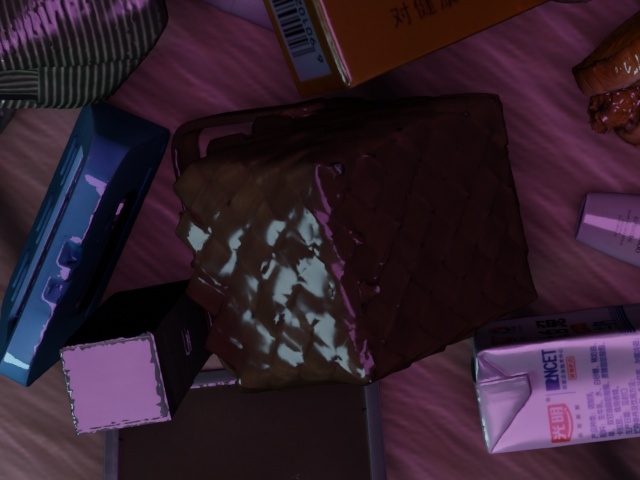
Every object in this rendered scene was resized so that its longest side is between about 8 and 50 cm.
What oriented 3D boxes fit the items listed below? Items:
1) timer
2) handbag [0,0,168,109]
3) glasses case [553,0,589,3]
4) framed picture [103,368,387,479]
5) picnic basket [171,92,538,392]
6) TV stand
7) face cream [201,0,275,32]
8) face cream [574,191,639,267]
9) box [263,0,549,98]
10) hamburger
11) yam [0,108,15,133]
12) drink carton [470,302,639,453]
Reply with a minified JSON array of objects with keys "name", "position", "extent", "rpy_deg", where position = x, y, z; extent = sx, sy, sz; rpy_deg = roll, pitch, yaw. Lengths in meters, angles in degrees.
[{"name":"timer","position":[-0.229,-0.004,1.657],"extent":[0.091,0.250,0.232],"rpy_deg":[25,99,-2]},{"name":"handbag","position":[-0.303,-0.267,1.603],"extent":[0.240,0.247,0.341],"rpy_deg":[-21,91,-18]},{"name":"glasses case","position":[0.304,-0.382,1.592],"extent":[0.156,0.098,0.425],"rpy_deg":[46,79,-12]},{"name":"framed picture","position":[-0.072,0.211,1.733],"extent":[0.274,0.217,0.017],"rpy_deg":[-5,143,5]},{"name":"picnic basket","position":[0.000,0.000,1.653],"extent":[0.321,0.291,0.254],"rpy_deg":[-5,102,46]},{"name":"TV stand","position":[-0.161,0.099,1.658],"extent":[0.088,0.269,0.083],"rpy_deg":[-9,99,4]},{"name":"face cream","position":[-0.075,-0.246,1.697],"extent":[0.250,0.077,0.077],"rpy_deg":[22,99,-2]},{"name":"face cream","position":[0.331,-0.002,1.726],"extent":[0.182,0.051,0.072],"rpy_deg":[15,96,0]},{"name":"box","position":[0.037,-0.364,1.603],"extent":[0.264,0.116,0.415],"rpy_deg":[-25,98,-21]},{"name":"hamburger","position":[0.315,-0.157,1.637],"extent":[0.191,0.182,0.118],"rpy_deg":[-35,91,-9]},{"name":"yam","position":[-0.451,-0.213,1.725],"extent":[0.371,0.083,0.083],"rpy_deg":[30,99,-2]},{"name":"drink carton","position":[0.298,0.120,1.708],"extent":[0.314,0.130,0.107],"rpy_deg":[-8,97,4]}]
